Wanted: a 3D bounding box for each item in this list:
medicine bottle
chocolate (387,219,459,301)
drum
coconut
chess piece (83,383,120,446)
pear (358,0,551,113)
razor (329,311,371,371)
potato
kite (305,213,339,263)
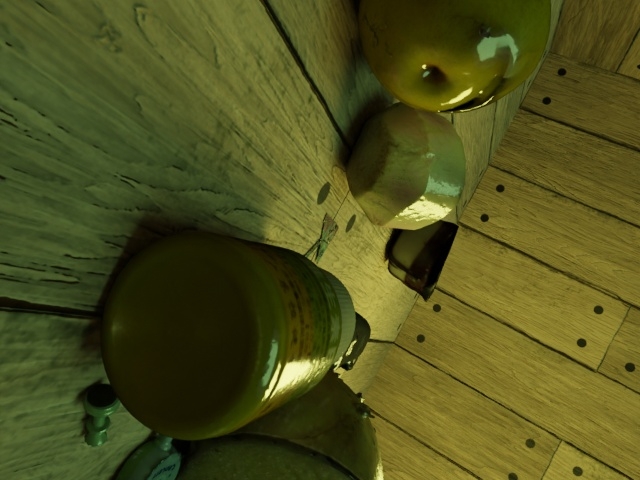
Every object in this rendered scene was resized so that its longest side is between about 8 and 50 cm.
[{"bbox_3d":[-0.086,0.116,0.698,0.225,0.224,0.384,-63,162,3],"label":"medicine bottle"},{"bbox_3d":[0.330,0.042,1.704,0.283,0.186,0.284,21,90,-78],"label":"chocolate"},{"bbox_3d":[-0.245,0.324,0.829,0.253,0.049,0.130,-60,160,-16],"label":"drum"},{"bbox_3d":[0.181,-0.145,1.024,0.259,0.259,0.259,-50,157,-30],"label":"coconut"},{"bbox_3d":[-0.277,0.225,0.632,0.042,0.042,0.093,-32,149,-55],"label":"chess piece"},{"bbox_3d":[0.200,-0.349,0.746,0.285,0.284,0.337,45,59,-70],"label":"pear"},{"bbox_3d":[0.056,0.286,1.447,0.189,0.107,0.327,-62,162,-3],"label":"razor"},{"bbox_3d":[-0.068,0.442,1.013,0.319,0.385,0.442,-65,175,-64],"label":"potato"},{"bbox_3d":[0.001,0.000,1.082,0.152,0.005,0.137,-39,148,-48],"label":"kite"}]
